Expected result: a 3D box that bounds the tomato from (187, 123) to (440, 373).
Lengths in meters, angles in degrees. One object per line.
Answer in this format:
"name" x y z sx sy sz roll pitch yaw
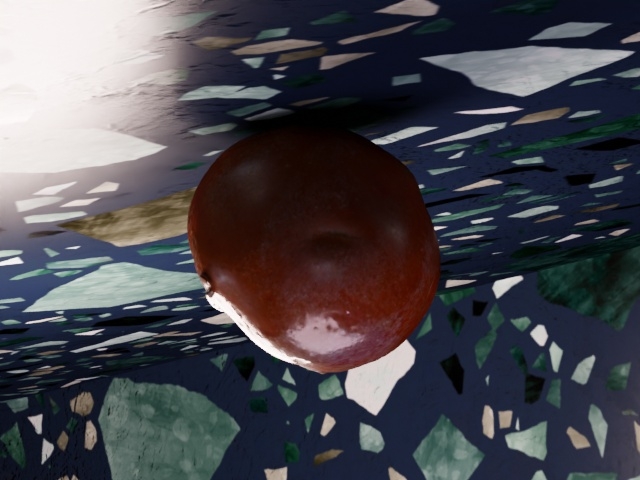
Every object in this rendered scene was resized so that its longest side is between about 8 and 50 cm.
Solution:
"tomato" 0.003 0.003 1.688 0.188 0.232 0.232 -51 159 13
